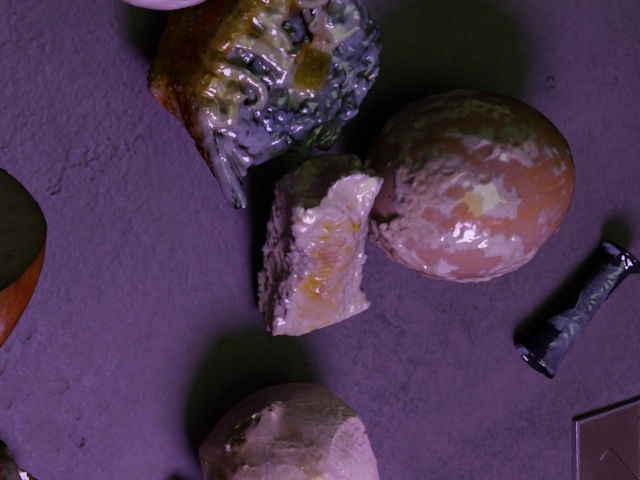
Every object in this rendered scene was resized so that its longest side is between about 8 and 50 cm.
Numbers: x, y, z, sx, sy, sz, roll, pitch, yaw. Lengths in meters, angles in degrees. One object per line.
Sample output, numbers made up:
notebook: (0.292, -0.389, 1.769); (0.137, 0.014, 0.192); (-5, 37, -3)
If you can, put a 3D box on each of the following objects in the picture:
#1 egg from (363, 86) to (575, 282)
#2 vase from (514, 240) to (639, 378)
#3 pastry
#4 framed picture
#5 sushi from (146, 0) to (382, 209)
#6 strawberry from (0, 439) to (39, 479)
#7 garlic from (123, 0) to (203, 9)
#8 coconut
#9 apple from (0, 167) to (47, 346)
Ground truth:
egg: (0.154, -0.058, 1.969); (0.245, 0.203, 0.203); (-14, 113, -29)
vase: (0.296, 0.078, 2.188); (0.167, 0.059, 0.059); (-48, 124, -10)
pastry: (-0.005, 0.004, 1.902); (0.121, 0.089, 0.258); (-33, 151, -22)
framed picture: (0.349, 0.270, 2.314); (0.109, 0.011, 0.149); (-13, 113, -27)
sushi: (-0.058, -0.172, 1.836); (0.184, 0.139, 0.274); (42, 78, -36)
strawberry: (-0.399, 0.303, 1.785); (0.306, 0.137, 0.233); (-50, 126, -10)
garlic: (-0.156, -0.361, 1.675); (0.286, 0.249, 0.313); (17, 75, -19)
coconut: (-0.031, 0.233, 1.965); (0.194, 0.194, 0.194); (-10, 111, -29)
apple: (-0.360, 0.057, 1.645); (0.179, 0.254, 0.346); (65, 30, -9)
